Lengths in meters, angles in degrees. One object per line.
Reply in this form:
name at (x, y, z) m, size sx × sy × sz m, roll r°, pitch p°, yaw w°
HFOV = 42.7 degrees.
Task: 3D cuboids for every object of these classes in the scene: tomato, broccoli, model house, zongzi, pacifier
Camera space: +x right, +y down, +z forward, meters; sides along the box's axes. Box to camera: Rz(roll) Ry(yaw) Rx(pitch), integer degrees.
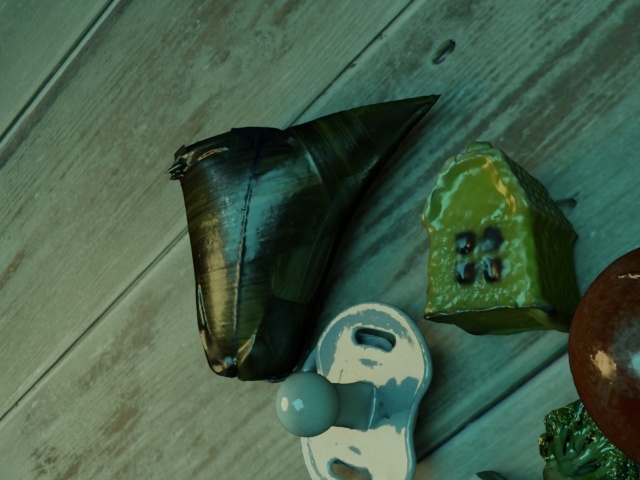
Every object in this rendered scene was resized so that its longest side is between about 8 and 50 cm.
tomato at (0.400, 0.128, 0.882) m, size 0.265 × 0.265 × 0.265 m, roll -7°, pitch 78°, yaw 34°
broccoli at (0.320, 0.261, 0.992) m, size 0.130 × 0.120 × 0.131 m, roll 57°, pitch 147°, yaw 12°
model house at (0.241, -0.001, 1.052) m, size 0.174 × 0.193 × 0.234 m, roll -3°, pitch 77°, yaw 35°
zongzi at (0.000, 0.000, 1.236) m, size 0.432 × 0.208 × 0.403 m, roll -11°, pitch 80°, yaw 21°
pacifier at (0.021, 0.225, 1.138) m, size 0.244 × 0.233 × 0.300 m, roll 7°, pitch 84°, yaw 39°

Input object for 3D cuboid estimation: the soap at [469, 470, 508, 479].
soap at (0.259, 0.371, 1.005) m, size 0.230 × 0.145 × 0.091 m, roll 30°, pitch 90°, yaw 30°
